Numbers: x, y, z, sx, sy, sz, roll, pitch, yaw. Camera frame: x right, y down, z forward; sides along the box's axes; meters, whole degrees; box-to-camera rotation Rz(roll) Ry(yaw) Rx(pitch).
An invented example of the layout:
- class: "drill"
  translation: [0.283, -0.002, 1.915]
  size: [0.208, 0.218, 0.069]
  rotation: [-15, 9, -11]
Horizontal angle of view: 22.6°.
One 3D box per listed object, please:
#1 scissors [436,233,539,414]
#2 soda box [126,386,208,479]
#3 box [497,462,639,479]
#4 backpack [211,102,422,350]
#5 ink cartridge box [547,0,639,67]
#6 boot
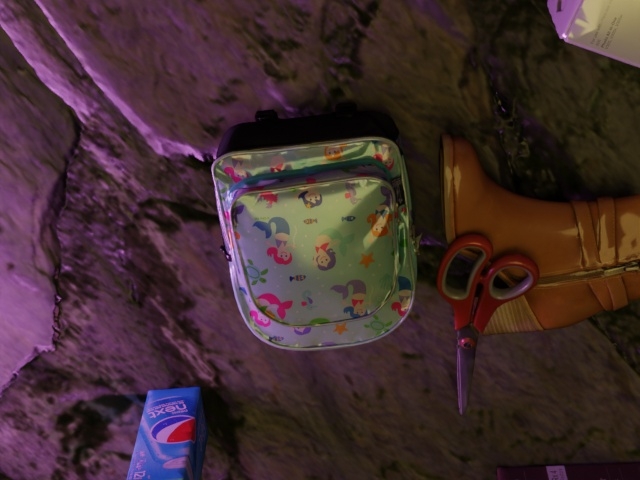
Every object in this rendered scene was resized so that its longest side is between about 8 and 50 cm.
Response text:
- class: "scissors"
  translation: [0.161, 0.100, 1.835]
  size: [0.109, 0.021, 0.297]
  rotation: [13, 137, -6]
- class: "soda box"
  translation: [-0.176, 0.252, 1.861]
  size: [0.067, 0.210, 0.071]
  rotation: [-5, 113, 3]
- class: "box"
  translation: [0.320, 0.382, 1.932]
  size: [0.203, 0.168, 0.167]
  rotation: [-2, 113, 1]
- class: "backpack"
  translation: [0.000, 0.000, 1.772]
  size: [0.225, 0.191, 0.253]
  rotation: [-6, 118, 3]
- class: "ink cartridge box"
  translation: [0.356, -0.233, 1.675]
  size: [0.212, 0.154, 0.093]
  rotation: [17, 113, -6]
- class: "boot"
  translation: [0.255, -0.018, 1.785]
  size: [0.220, 0.109, 0.283]
  rotation: [-13, 118, 13]
